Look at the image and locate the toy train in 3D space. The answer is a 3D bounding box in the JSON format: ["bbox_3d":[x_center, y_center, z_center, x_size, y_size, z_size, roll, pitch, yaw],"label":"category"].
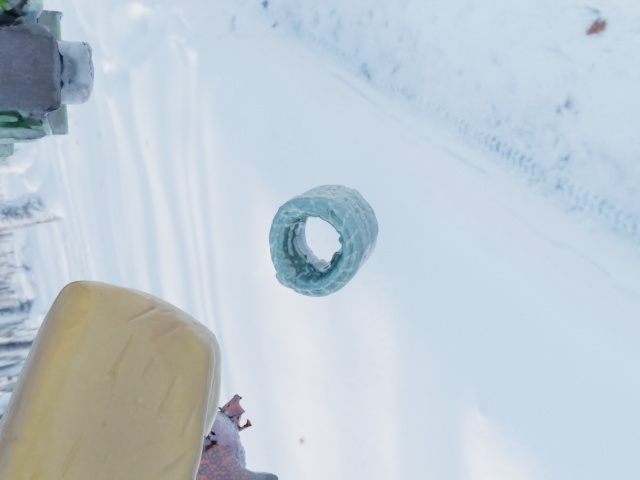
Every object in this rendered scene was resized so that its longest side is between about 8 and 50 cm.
[{"bbox_3d":[-0.394,-0.171,0.680,0.249,0.308,0.173,-159,66,-64],"label":"toy train"}]

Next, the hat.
[{"bbox_3d":[-0.091,0.233,0.584,0.227,0.140,0.128,32,128,58],"label":"hat"}]

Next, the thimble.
[{"bbox_3d":[0.000,0.000,1.364,0.198,0.143,0.235,42,118,4],"label":"thimble"}]

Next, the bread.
[{"bbox_3d":[-0.113,0.111,0.369,0.077,0.116,0.200,-47,27,45],"label":"bread"}]
